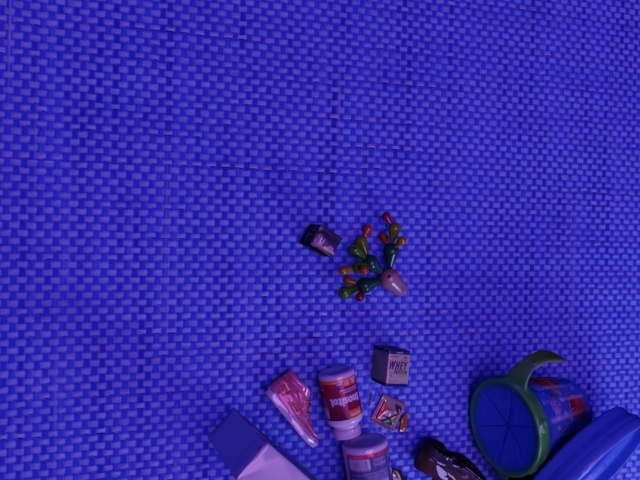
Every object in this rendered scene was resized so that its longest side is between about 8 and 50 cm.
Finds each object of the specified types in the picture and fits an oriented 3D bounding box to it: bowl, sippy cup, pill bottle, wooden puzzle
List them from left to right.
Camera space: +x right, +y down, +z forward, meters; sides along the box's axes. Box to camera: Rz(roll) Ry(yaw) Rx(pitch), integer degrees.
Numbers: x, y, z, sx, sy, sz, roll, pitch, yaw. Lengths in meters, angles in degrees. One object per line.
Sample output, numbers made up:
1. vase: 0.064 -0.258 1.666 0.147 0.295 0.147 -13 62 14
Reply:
1. pill bottle: 0.048 0.366 1.597 0.086 0.086 0.152 -13 96 -18
2. pill bottle: 0.112 0.542 1.611 0.107 0.108 0.180 -10 95 -19
3. wooden puzzle: 0.162 0.408 1.675 0.116 0.014 0.079 21 84 -18
4. sippy cup: 0.519 0.427 1.701 0.224 0.305 0.240 -4 55 -30
5. bowl: 0.617 0.552 1.688 0.391 0.077 0.391 -27 142 -24

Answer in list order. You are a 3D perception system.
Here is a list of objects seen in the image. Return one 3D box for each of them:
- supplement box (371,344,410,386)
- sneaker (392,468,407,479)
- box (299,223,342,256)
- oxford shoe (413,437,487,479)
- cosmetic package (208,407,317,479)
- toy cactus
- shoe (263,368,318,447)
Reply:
1. supplement box: 0.162 0.290 1.636 0.056 0.083 0.083 6 88 -20
2. sneaker: 0.171 0.553 1.677 0.083 0.031 0.035 42 53 -10
3. box: 0.000 0.000 1.574 0.062 0.083 0.052 32 81 -17
4. oxford shoe: 0.316 0.563 1.708 0.227 0.083 0.096 33 99 -16
5. cosmetic package: -0.044 0.527 1.464 0.377 0.284 0.097 45 79 -14
6. toy cactus: 0.139 0.062 1.625 0.180 0.112 0.219 42 69 -25
7. shoe: -0.042 0.373 1.577 0.081 0.063 0.178 -39 99 -9
